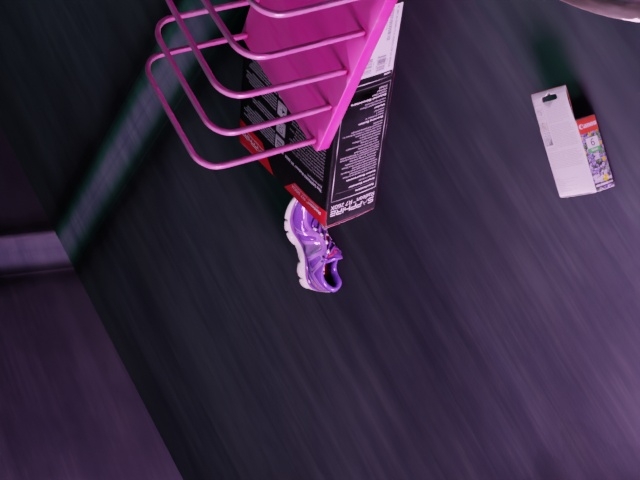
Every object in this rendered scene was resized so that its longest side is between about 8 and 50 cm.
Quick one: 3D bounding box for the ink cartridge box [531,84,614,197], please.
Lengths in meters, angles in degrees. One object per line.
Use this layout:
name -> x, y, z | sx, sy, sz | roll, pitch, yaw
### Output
ink cartridge box -> 0.261, -0.105, 1.346 | 0.063, 0.029, 0.115 | -8, 100, 63

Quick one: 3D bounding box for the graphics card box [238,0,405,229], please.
graphics card box -> -0.007, -0.229, 1.691 | 0.233, 0.094, 0.371 | 47, 146, 38

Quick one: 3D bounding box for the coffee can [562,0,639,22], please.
coffee can -> 0.266, -0.334, 0.986 | 0.201, 0.202, 0.275 | 48, 146, 37

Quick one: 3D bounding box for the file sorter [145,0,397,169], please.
file sorter -> -0.073, -0.247, 1.504 | 0.202, 0.182, 0.290 | 58, 149, 22

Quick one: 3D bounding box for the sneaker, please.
sneaker -> 0.000, 0.000, 1.892 | 0.071, 0.068, 0.170 | 14, 130, 41
